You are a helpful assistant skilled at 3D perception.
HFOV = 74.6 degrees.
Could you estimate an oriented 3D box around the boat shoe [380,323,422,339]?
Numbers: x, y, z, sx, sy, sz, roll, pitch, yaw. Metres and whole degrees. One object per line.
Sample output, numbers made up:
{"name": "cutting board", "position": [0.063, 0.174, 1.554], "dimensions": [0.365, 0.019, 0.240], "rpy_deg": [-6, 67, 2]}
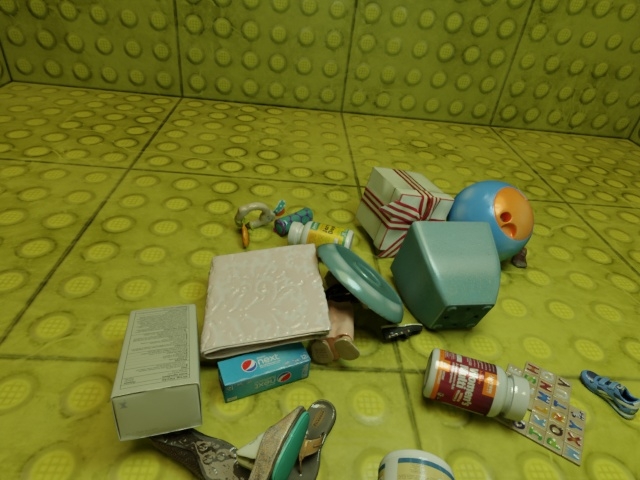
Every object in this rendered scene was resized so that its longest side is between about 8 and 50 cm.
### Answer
{"name": "boat shoe", "position": [0.230, 0.255, 1.176], "dimensions": [0.133, 0.049, 0.042], "rpy_deg": [0, 68, -25]}

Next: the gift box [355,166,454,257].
{"name": "gift box", "position": [0.278, -0.095, 1.501], "dimensions": [0.276, 0.255, 0.258], "rpy_deg": [-2, 34, -23]}

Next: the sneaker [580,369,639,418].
{"name": "sneaker", "position": [0.744, 0.380, 1.077], "dimensions": [0.053, 0.059, 0.144], "rpy_deg": [-19, 42, -29]}

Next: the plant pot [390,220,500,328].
{"name": "plant pot", "position": [0.376, 0.117, 1.235], "dimensions": [0.247, 0.248, 0.252], "rpy_deg": [1, 52, -10]}

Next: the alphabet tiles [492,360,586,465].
{"name": "alphabet tiles", "position": [0.553, 0.407, 1.048], "dimensions": [0.198, 0.009, 0.237], "rpy_deg": [24, 39, 23]}

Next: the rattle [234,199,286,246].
{"name": "rattle", "position": [-0.193, -0.064, 1.491], "dimensions": [0.200, 0.130, 0.143], "rpy_deg": [-2, 35, -31]}

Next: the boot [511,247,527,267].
{"name": "boot", "position": [0.713, 0.052, 1.558], "dimensions": [0.106, 0.037, 0.114], "rpy_deg": [17, 41, 17]}

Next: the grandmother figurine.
{"name": "grandmother figurine", "position": [0.044, 0.189, 1.188], "dimensions": [0.208, 0.104, 0.342], "rpy_deg": [-3, 32, 11]}

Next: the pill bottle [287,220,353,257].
{"name": "pill bottle", "position": [0.000, 0.000, 1.423], "dimensions": [0.208, 0.117, 0.117], "rpy_deg": [13, 36, 9]}

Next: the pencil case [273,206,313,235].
{"name": "pencil case", "position": [-0.098, -0.071, 1.551], "dimensions": [0.152, 0.064, 0.070], "rpy_deg": [-25, 9, -37]}

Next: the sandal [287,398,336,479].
{"name": "sandal", "position": [-0.022, 0.417, 0.882], "dimensions": [0.090, 0.060, 0.219], "rpy_deg": [20, 37, 17]}

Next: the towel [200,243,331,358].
{"name": "towel", "position": [-0.146, 0.145, 1.113], "dimensions": [0.317, 0.053, 0.332], "rpy_deg": [-8, 40, -2]}

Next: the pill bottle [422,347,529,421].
{"name": "pill bottle", "position": [0.364, 0.344, 0.999], "dimensions": [0.221, 0.121, 0.121], "rpy_deg": [14, 36, 13]}

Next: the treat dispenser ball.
{"name": "treat dispenser ball", "position": [0.591, -0.066, 1.478], "dimensions": [0.288, 0.288, 0.288], "rpy_deg": [5, 35, -4]}

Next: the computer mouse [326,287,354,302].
{"name": "computer mouse", "position": [-0.020, 0.161, 1.144], "dimensions": [0.242, 0.041, 0.071], "rpy_deg": [-18, 29, 20]}

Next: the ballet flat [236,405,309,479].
{"name": "ballet flat", "position": [-0.119, 0.438, 0.758], "dimensions": [0.106, 0.107, 0.316], "rpy_deg": [10, 47, 18]}

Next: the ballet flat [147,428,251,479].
{"name": "ballet flat", "position": [-0.243, 0.429, 0.839], "dimensions": [0.250, 0.058, 0.084], "rpy_deg": [23, 41, 13]}

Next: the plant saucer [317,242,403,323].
{"name": "plant saucer", "position": [0.124, 0.108, 1.197], "dimensions": [0.317, 0.043, 0.317], "rpy_deg": [39, 12, -10]}

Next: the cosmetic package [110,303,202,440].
{"name": "cosmetic package", "position": [-0.347, 0.268, 0.926], "dimensions": [0.160, 0.113, 0.309], "rpy_deg": [-4, 23, -15]}

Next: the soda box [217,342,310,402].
{"name": "soda box", "position": [-0.133, 0.310, 1.007], "dimensions": [0.210, 0.067, 0.071], "rpy_deg": [-10, 38, -23]}

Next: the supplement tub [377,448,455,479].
{"name": "supplement tub", "position": [0.166, 0.495, 0.735], "dimensions": [0.144, 0.144, 0.199], "rpy_deg": [12, 36, 6]}
